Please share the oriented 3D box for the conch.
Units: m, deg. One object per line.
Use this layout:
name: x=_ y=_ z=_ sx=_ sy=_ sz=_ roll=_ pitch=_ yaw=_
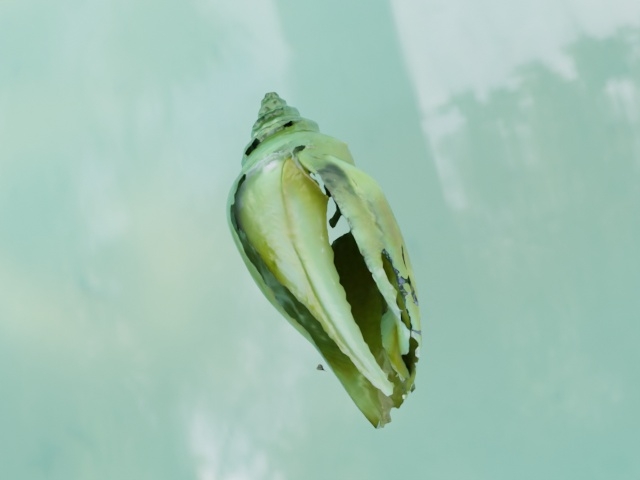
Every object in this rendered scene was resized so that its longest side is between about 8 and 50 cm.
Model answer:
conch: x=0.001 y=-0.001 z=1.059 sx=0.079 sy=0.201 sz=0.095 roll=-14 pitch=145 yaw=-37
